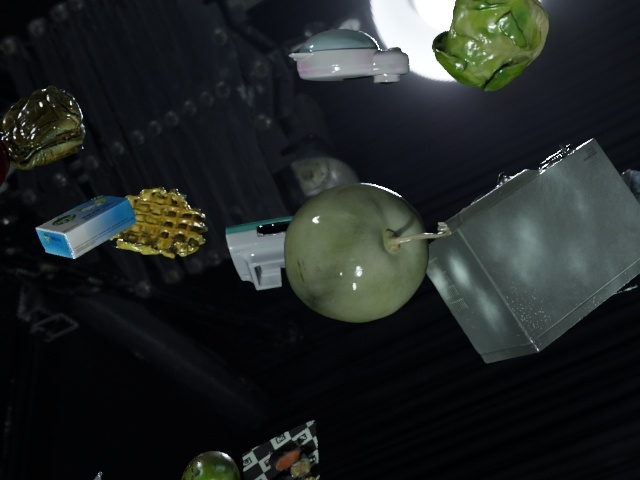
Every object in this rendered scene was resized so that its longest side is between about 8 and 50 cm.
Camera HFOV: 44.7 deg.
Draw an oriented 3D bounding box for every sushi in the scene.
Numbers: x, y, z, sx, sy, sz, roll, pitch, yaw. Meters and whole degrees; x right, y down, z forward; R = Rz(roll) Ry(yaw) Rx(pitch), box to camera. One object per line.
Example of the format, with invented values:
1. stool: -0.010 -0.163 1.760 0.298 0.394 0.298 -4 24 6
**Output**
1. sushi: -0.068 0.528 1.683 0.043 0.192 0.279 41 141 45

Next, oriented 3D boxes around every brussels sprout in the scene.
1. brussels sprout: 0.427 -0.515 1.939 0.227 0.294 0.259 -110 18 -47

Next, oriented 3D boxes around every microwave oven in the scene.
1. microwave oven: 0.491 0.018 1.759 0.374 0.432 0.236 58 158 3

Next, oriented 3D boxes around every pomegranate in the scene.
1. pomegranate: -0.288 0.660 2.079 0.159 0.159 0.205 50 179 -38

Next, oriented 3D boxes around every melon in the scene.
1. melon: 0.060 0.025 1.408 0.308 0.271 0.272 106 146 -69

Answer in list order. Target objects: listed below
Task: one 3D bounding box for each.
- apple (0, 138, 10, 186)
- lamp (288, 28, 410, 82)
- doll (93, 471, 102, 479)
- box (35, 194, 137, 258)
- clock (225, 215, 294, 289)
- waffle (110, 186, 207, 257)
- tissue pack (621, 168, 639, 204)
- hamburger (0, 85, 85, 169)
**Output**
1. apple: -0.762 -0.125 1.568 0.216 0.260 0.260 24 -143 -26
2. lamp: 0.062 -0.379 1.600 0.179 0.246 0.108 -73 -14 -77
3. doll: -0.442 0.504 1.506 0.039 0.114 0.057 23 -177 35
4. box: -0.572 -0.037 1.910 0.194 0.139 0.073 -37 -58 -39
5. clock: -0.084 0.029 1.887 0.231 0.262 0.116 88 172 -72
6. waffle: -0.472 -0.048 2.256 0.280 0.060 0.262 -27 -118 -32
7. tissue pack: 0.858 -0.070 1.933 0.073 0.235 0.173 94 -169 -79
8. hamburger: -0.660 -0.257 1.860 0.183 0.206 0.130 53 168 32
